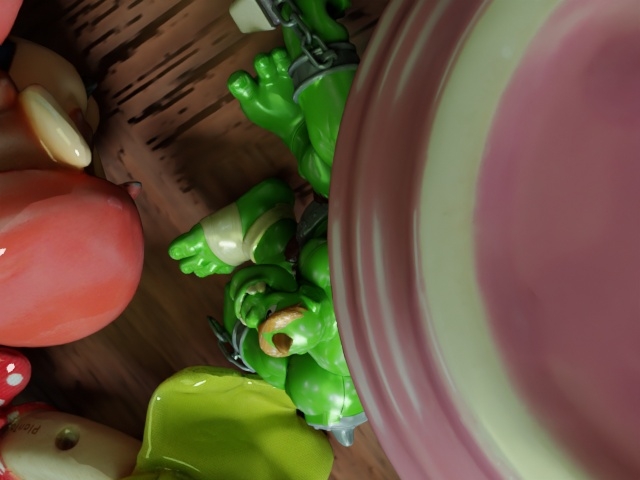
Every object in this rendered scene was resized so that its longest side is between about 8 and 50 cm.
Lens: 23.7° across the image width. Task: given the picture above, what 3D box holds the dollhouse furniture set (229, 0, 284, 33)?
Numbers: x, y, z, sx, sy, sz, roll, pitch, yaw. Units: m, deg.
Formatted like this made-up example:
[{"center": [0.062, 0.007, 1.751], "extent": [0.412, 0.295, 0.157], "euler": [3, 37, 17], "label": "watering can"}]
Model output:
[{"center": [-0.032, -0.120, 0.595], "extent": [0.081, 0.114, 0.091], "euler": [-23, 107, 28], "label": "dollhouse furniture set"}]

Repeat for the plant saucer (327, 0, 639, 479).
[{"center": [0.160, -0.004, 0.509], "extent": [0.332, 0.084, 0.332], "euler": [0, 90, 13], "label": "plant saucer"}]

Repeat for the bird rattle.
[{"center": [-0.119, 0.139, 0.791], "extent": [0.253, 0.143, 0.207], "euler": [5, 138, 23], "label": "bird rattle"}]

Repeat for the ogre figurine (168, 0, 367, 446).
[{"center": [0.000, 0.000, 0.656], "extent": [0.197, 0.097, 0.118], "euler": [-58, 47, 26], "label": "ogre figurine"}]

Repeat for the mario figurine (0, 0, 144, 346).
[{"center": [-0.166, -0.105, 0.680], "extent": [0.198, 0.170, 0.320], "euler": [0, 116, 65], "label": "mario figurine"}]
